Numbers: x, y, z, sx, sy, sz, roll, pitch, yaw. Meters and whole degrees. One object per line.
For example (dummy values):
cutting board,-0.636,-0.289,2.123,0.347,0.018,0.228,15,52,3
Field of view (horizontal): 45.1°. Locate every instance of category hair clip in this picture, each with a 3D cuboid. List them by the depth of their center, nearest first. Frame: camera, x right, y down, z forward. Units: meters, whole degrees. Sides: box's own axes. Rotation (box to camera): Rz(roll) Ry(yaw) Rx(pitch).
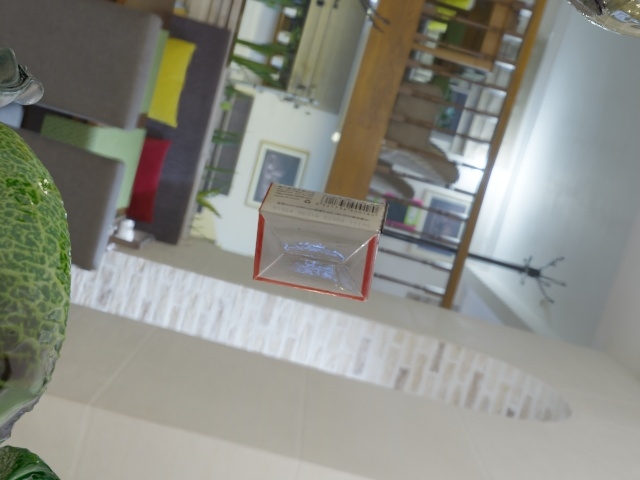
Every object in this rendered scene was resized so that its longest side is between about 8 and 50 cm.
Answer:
hair clip,-0.326,-0.159,0.783,0.039,0.070,0.229,-38,-160,-1

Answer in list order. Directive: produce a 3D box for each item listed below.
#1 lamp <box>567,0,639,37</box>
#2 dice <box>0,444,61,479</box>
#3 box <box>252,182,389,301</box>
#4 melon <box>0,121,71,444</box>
lamp,0.377,-0.313,0.821,0.250,0.250,0.284,119,-45,-81
dice,-0.229,0.231,0.539,0.120,0.128,0.131,-11,-156,49
box,0.000,0.000,1.134,0.099,0.182,0.133,-73,171,-54
melon,-0.212,0.050,0.309,0.129,0.169,0.265,34,79,-48
